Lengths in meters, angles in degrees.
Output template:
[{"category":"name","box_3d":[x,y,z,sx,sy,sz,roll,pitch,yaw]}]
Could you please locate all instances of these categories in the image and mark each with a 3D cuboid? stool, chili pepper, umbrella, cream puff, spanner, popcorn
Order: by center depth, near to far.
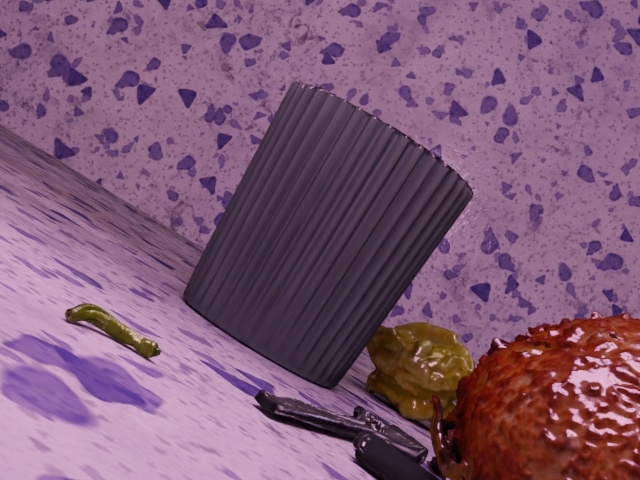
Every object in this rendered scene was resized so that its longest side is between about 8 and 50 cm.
[{"category":"chili pepper","box_3d":[-0.155,0.066,0.717,0.083,0.017,0.030,33,-1,-29]},{"category":"cream puff","box_3d":[0.257,0.186,0.722,0.350,0.229,0.350,43,4,-3]},{"category":"umbrella","box_3d":[0.073,0.201,0.810,0.036,0.031,0.133,35,-5,-41]},{"category":"spanner","box_3d":[0.025,0.182,0.937,0.093,0.026,0.325,31,0,31]},{"category":"stool","box_3d":[0.000,0.000,1.316,0.297,0.330,0.297,31,-3,2]},{"category":"popcorn","box_3d":[0.159,0.219,1.593,0.197,0.156,0.197,20,16,-6]}]

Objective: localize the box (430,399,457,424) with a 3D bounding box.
[{"category":"box","box_3d":[0.322,0.373,1.800,0.214,0.069,0.353,31,-4,13]}]
